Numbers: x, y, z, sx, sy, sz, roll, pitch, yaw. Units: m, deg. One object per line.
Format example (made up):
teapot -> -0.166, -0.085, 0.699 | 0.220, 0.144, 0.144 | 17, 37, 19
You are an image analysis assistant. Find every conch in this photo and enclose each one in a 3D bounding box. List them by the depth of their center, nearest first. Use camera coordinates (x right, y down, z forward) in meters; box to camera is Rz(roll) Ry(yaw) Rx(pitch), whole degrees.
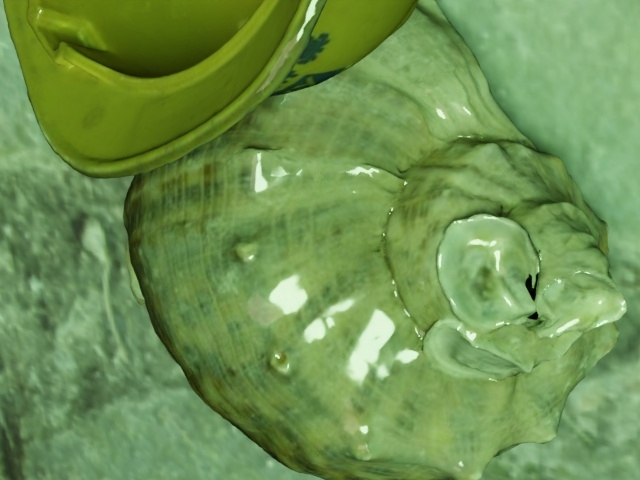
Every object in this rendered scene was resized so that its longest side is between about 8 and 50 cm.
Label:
conch -> -0.006, 0.008, 0.768 | 0.291, 0.159, 0.210 | -5, 116, 38

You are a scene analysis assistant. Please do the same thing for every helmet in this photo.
helmet -> -0.014, -0.140, 0.677 | 0.205, 0.140, 0.257 | -22, 67, 41
